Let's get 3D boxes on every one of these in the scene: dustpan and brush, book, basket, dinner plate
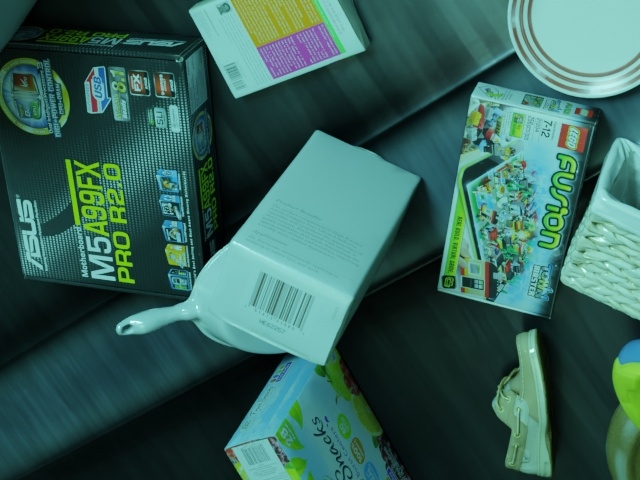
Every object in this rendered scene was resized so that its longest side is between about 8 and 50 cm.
[{"bbox_3d":[-0.099,0.064,1.267,0.060,0.211,0.147,32,134,49],"label":"dustpan and brush"},{"bbox_3d":[-0.038,-0.195,1.165,0.144,0.035,0.096,-16,114,27],"label":"book"},{"bbox_3d":[0.302,0.006,1.100,0.167,0.113,0.103,27,127,5],"label":"basket"},{"bbox_3d":[0.230,-0.189,1.075,0.141,0.017,0.141,9,120,15],"label":"dinner plate"}]

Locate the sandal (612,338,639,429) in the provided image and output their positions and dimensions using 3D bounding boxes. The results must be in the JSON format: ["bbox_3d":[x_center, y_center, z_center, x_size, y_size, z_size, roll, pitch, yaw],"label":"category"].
[{"bbox_3d":[0.420,0.138,1.120,0.317,0.138,0.126,13,145,17],"label":"sandal"}]

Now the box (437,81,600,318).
[{"bbox_3d":[0.179,-0.035,1.167,0.114,0.036,0.207,14,121,13],"label":"box"}]

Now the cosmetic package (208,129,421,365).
[{"bbox_3d":[0.000,0.000,1.136,0.117,0.231,0.086,26,123,6],"label":"cosmetic package"}]

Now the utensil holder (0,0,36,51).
[{"bbox_3d":[-0.432,-0.331,1.072,0.385,0.328,0.328,32,124,-2],"label":"utensil holder"}]

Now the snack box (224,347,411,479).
[{"bbox_3d":[0.007,0.238,1.298,0.070,0.174,0.207,-21,108,30],"label":"snack box"}]

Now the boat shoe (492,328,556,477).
[{"bbox_3d":[0.199,0.164,1.252,0.059,0.063,0.170,-1,117,15],"label":"boat shoe"}]

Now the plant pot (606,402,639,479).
[{"bbox_3d":[0.395,0.222,1.229,0.236,0.032,0.236,9,121,15],"label":"plant pot"}]

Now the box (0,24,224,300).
[{"bbox_3d":[-0.213,-0.077,1.278,0.216,0.060,0.270,7,120,16],"label":"box"}]
